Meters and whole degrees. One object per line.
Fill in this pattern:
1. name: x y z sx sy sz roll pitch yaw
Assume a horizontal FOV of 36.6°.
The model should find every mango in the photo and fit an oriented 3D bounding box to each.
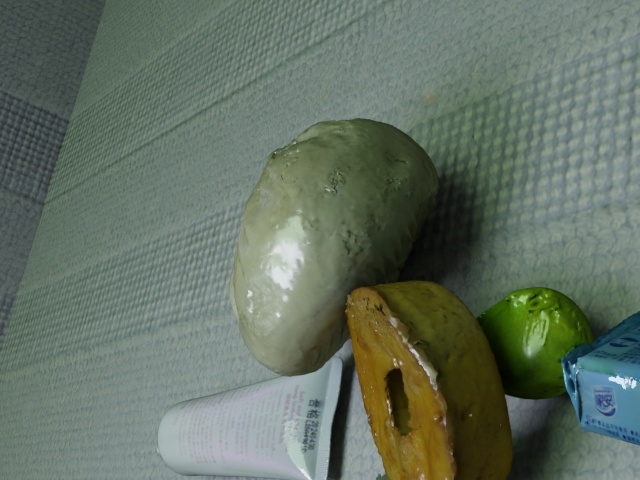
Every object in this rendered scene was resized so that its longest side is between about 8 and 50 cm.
1. mango: 0.229 0.116 1.071 0.178 0.100 0.119 -20 63 58

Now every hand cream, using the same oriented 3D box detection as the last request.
1. hand cream: -0.103 0.286 1.464 0.359 0.118 0.185 -16 52 42

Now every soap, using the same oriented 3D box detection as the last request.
1. soap: 0.352 0.129 0.830 0.293 0.156 0.077 5 112 58

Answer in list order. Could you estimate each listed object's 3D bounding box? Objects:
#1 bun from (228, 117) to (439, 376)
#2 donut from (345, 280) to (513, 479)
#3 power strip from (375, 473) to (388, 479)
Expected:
1. bun: 0.000 0.000 1.278 0.362 0.234 0.326 -59 -4 0
2. donut: 0.122 0.172 1.084 0.277 0.108 0.277 165 90 -77
3. power strip: 0.087 0.359 1.188 0.076 0.028 0.169 -47 36 29
